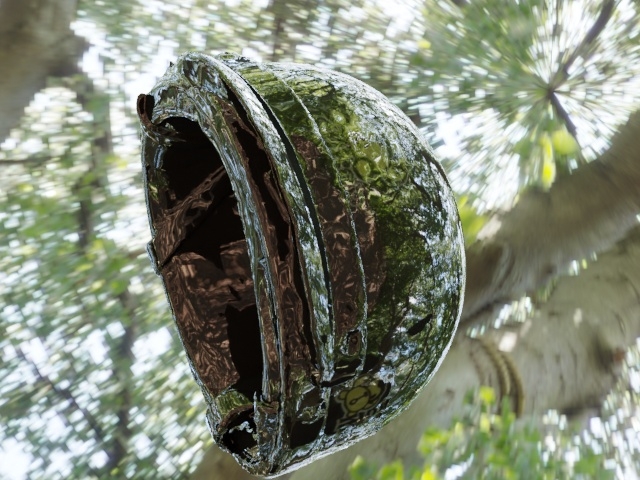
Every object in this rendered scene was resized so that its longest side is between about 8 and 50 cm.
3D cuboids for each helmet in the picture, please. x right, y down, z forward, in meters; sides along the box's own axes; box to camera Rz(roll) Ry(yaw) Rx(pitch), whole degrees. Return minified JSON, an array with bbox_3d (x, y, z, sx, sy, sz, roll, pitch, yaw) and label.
[{"bbox_3d":[0.000,0.000,0.959,0.160,0.279,0.230,-12,-115,-21],"label":"helmet"}]
